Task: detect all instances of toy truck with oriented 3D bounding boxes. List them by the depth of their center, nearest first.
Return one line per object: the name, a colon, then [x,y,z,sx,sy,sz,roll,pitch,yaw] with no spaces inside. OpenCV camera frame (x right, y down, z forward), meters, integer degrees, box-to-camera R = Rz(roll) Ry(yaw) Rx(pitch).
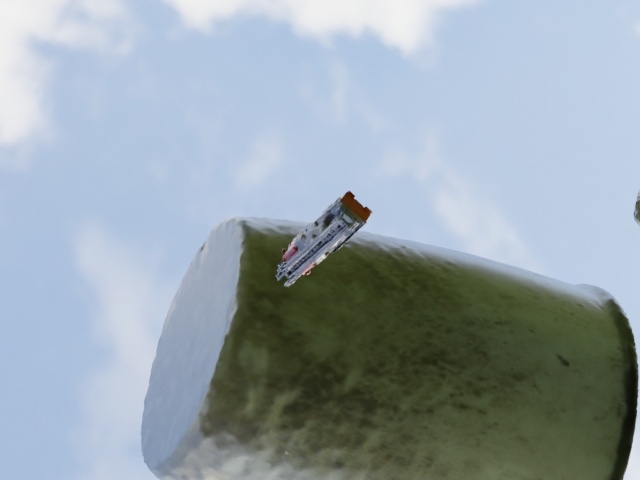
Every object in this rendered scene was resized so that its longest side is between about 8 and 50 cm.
toy truck: [0.000,0.000,1.203,0.024,0.083,0.032,40,-131,-9]

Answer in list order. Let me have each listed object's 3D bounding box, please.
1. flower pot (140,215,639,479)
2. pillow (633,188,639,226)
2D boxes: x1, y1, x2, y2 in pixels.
flower pot: [0.042,0.133,1.547,0.330,0.293,0.293,17,-132,-16]
pillow: [0.333,-0.018,1.366,0.274,0.076,0.280,39,-142,-15]
